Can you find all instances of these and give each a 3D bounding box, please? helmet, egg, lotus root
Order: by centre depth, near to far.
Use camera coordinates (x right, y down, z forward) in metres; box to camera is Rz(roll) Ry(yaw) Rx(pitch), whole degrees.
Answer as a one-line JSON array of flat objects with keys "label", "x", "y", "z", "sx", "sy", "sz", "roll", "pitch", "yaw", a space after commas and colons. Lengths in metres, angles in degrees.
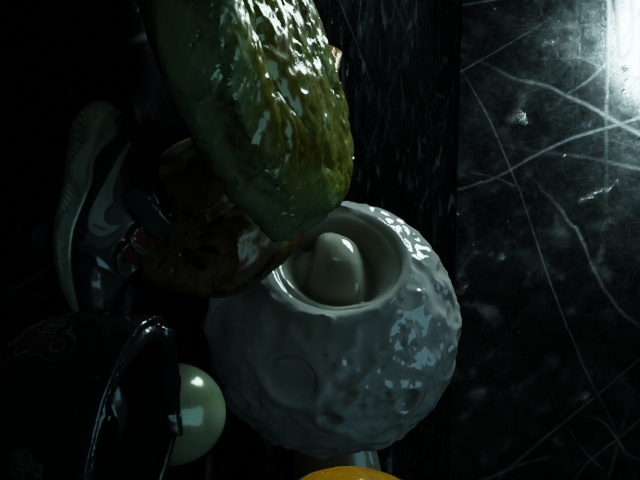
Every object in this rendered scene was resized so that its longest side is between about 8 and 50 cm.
[{"label": "helmet", "x": -0.228, "y": 0.184, "z": 1.264, "sx": 0.230, "sy": 0.160, "sz": 0.279, "roll": -54, "pitch": 157, "yaw": -65}, {"label": "egg", "x": -0.165, "y": 0.192, "z": 1.591, "sx": 0.152, "sy": 0.114, "sz": 0.114, "roll": -1, "pitch": 91, "yaw": -74}, {"label": "lotus root", "x": -0.106, "y": -0.039, "z": 1.685, "sx": 0.291, "sy": 0.193, "sz": 0.193, "roll": -53, "pitch": 142, "yaw": -66}]

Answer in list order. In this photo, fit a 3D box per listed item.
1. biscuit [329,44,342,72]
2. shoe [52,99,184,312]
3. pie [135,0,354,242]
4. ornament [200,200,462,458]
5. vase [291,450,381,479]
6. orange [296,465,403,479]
[{"label": "biscuit", "x": -0.021, "y": -0.175, "z": 2.099, "sx": 0.186, "sy": 0.036, "sz": 0.192, "roll": -76, "pitch": -168, "yaw": -57}, {"label": "shoe", "x": -0.200, "y": -0.032, "z": 1.449, "sx": 0.099, "sy": 0.112, "sz": 0.228, "roll": 42, "pitch": 49, "yaw": -72}, {"label": "pie", "x": -0.089, "y": -0.192, "z": 1.508, "sx": 0.418, "sy": 0.180, "sz": 0.395, "roll": -99, "pitch": 164, "yaw": -48}, {"label": "ornament", "x": 0.016, "y": 0.120, "z": 1.862, "sx": 0.337, "sy": 0.337, "sz": 0.337, "roll": 1, "pitch": 90, "yaw": -75}, {"label": "vase", "x": 0.018, "y": 0.314, "z": 2.279, "sx": 0.251, "sy": 0.156, "sz": 0.301, "roll": -74, "pitch": 157, "yaw": -83}, {"label": "orange", "x": 0.028, "y": 0.479, "z": 2.004, "sx": 0.340, "sy": 0.293, "sz": 0.341, "roll": -22, "pitch": 117, "yaw": -52}]
